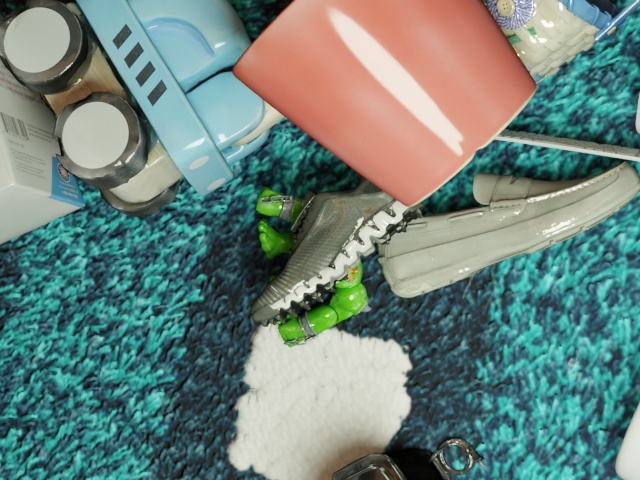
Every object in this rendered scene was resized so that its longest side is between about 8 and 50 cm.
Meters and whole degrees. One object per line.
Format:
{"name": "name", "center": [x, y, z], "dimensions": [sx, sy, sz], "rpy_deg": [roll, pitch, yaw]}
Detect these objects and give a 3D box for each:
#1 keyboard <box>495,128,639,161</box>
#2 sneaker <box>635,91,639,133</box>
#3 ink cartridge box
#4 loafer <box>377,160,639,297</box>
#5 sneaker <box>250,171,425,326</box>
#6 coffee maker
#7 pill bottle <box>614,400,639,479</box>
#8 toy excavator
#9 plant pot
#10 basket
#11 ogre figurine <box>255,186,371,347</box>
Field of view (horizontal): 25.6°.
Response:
{"name": "keyboard", "center": [0.326, -0.106, 1.634], "dimensions": [0.256, 0.072, 0.014], "rpy_deg": [10, 98, 17]}
{"name": "sneaker", "center": [0.439, -0.232, 1.605], "dimensions": [0.091, 0.094, 0.258], "rpy_deg": [23, 89, 21]}
{"name": "ink cartridge box", "center": [-0.463, -0.141, 1.795], "dimensions": [0.197, 0.198, 0.270], "rpy_deg": [-23, 77, 13]}
{"name": "loafer", "center": [0.213, -0.032, 1.637], "dimensions": [0.319, 0.112, 0.111], "rpy_deg": [-22, 87, 13]}
{"name": "sneaker", "center": [0.000, 0.000, 1.614], "dimensions": [0.234, 0.078, 0.106], "rpy_deg": [-39, 78, -1]}
{"name": "coffee maker", "center": [0.083, 0.285, 1.601], "dimensions": [0.120, 0.178, 0.171], "rpy_deg": [37, 94, 16]}
{"name": "pill bottle", "center": [0.464, 0.242, 1.516], "dimensions": [0.264, 0.146, 0.146], "rpy_deg": [23, 90, 17]}
{"name": "toy excavator", "center": [-0.099, -0.187, 1.707], "dimensions": [0.445, 0.222, 0.433], "rpy_deg": [-33, 76, 0]}
{"name": "plant pot", "center": [0.083, -0.187, 1.516], "dimensions": [0.275, 0.275, 0.243], "rpy_deg": [-44, 93, 7]}
{"name": "basket", "center": [0.264, -0.329, 1.609], "dimensions": [0.255, 0.201, 0.289], "rpy_deg": [47, 107, 16]}
{"name": "ogre figurine", "center": [-0.007, 0.027, 1.697], "dimensions": [0.118, 0.097, 0.197], "rpy_deg": [-9, 89, 4]}
